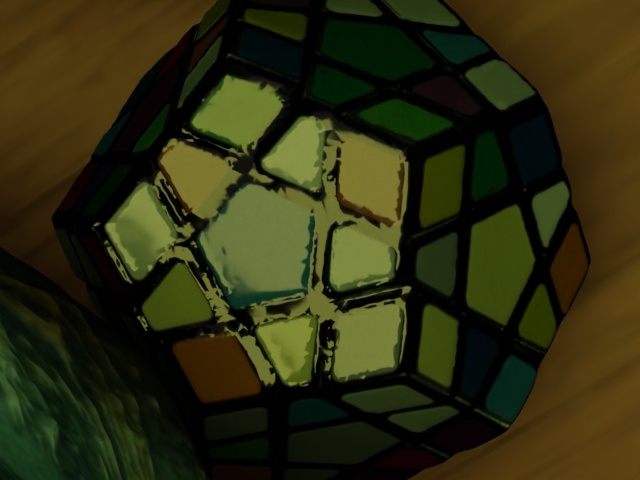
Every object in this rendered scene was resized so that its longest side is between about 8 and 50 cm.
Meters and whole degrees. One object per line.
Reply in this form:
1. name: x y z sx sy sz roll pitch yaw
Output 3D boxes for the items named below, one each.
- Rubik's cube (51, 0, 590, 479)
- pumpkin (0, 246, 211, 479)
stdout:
1. Rubik's cube: 0.000 0.000 0.448 0.133 0.112 0.133 0 92 12
2. pumpkin: -0.158 0.110 0.383 0.328 0.291 0.257 7 131 35
